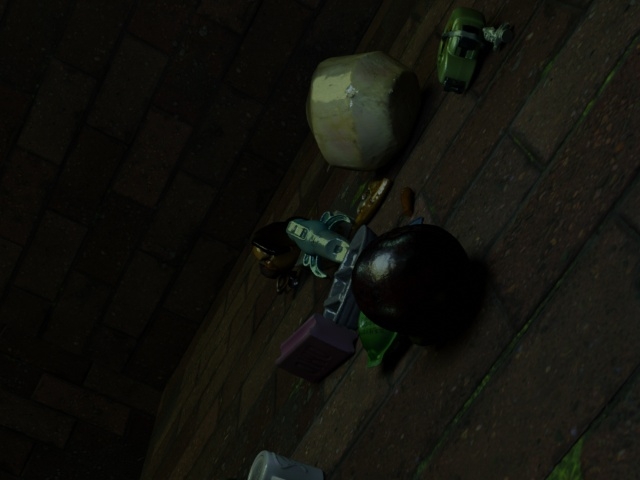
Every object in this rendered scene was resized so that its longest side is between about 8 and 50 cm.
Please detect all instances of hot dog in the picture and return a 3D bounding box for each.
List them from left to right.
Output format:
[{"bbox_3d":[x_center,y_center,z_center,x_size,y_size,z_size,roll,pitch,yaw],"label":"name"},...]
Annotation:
[{"bbox_3d":[-0.108,0.026,2.534,0.326,0.194,0.107,-19,-54,-50],"label":"hot dog"}]

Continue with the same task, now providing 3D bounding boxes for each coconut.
[{"bbox_3d":[0.105,-0.360,2.173,0.353,0.352,0.353,-58,14,23],"label":"coconut"}]

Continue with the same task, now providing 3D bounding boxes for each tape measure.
[{"bbox_3d":[0.346,-0.476,1.884,0.200,0.106,0.175,-78,4,-56],"label":"tape measure"}]

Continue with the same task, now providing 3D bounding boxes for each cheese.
[{"bbox_3d":[0.150,0.103,1.555,0.321,0.083,0.204,-70,12,-19],"label":"cheese"}]

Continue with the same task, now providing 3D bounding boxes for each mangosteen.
[{"bbox_3d":[0.161,0.080,1.342,0.216,0.216,0.216,-58,14,23],"label":"mangosteen"}]

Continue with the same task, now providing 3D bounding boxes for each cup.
[{"bbox_3d":[-0.063,0.480,1.545,0.136,0.133,0.099,-52,21,43],"label":"cup"}]

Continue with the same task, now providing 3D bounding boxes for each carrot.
[{"bbox_3d":[0.207,-0.093,1.843,0.032,0.032,0.093,-54,20,36],"label":"carrot"}]

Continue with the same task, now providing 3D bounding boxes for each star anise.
[{"bbox_3d":[-0.156,0.142,2.629,0.227,0.148,0.219,115,175,-48],"label":"star anise"}]

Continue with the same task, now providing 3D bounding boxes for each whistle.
[{"bbox_3d":[0.000,0.000,2.150,0.274,0.093,0.186,27,94,43],"label":"whistle"}]

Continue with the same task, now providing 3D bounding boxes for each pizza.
[{"bbox_3d":[0.146,-0.132,2.144,0.185,0.036,0.176,-52,17,40],"label":"pizza"}]

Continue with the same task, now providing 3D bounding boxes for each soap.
[{"bbox_3d":[-0.011,0.256,1.811,0.203,0.122,0.066,-49,18,49],"label":"soap"}]

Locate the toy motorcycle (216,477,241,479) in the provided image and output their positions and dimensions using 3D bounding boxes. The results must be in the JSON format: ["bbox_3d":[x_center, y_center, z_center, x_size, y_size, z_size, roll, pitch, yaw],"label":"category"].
[{"bbox_3d":[-0.225,0.683,1.838,0.275,0.124,0.187,-82,13,-50],"label":"toy motorcycle"}]

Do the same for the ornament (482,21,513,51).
[{"bbox_3d":[0.409,-0.470,1.767,0.092,0.041,0.069,-12,56,61],"label":"ornament"}]

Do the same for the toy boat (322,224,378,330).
[{"bbox_3d":[0.080,0.094,1.867,0.283,0.078,0.127,-68,13,-22],"label":"toy boat"}]

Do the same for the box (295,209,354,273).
[{"bbox_3d":[0.012,0.009,2.333,0.155,0.067,0.243,-69,13,-14],"label":"box"}]
